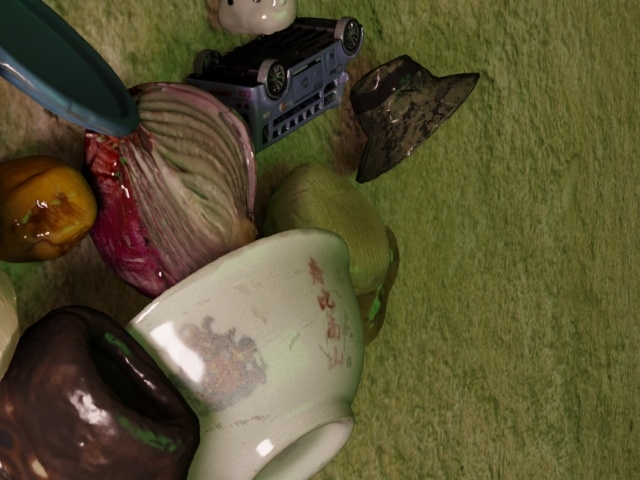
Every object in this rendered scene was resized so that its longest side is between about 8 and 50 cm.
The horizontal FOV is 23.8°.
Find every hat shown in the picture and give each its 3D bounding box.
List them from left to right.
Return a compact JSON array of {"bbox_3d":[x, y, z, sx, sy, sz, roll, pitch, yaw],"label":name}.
[{"bbox_3d":[0.121,-0.220,2.393,0.128,0.265,0.265,52,45,-10],"label":"hat"}]

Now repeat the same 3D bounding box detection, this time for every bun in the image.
[{"bbox_3d":[0.000,0.000,2.216,0.220,0.134,0.220,38,31,-28],"label":"bun"}]

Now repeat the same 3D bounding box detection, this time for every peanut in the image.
[{"bbox_3d":[0.075,0.075,2.450,0.099,0.099,0.214,25,74,-60],"label":"peanut"}]

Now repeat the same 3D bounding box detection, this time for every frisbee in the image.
[{"bbox_3d":[-0.308,-0.197,1.562,0.049,0.289,0.289,-47,152,12],"label":"frisbee"}]

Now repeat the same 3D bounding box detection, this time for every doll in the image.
[{"bbox_3d":[-0.093,-0.357,2.015,0.107,0.110,0.181,-52,138,-42],"label":"doll"}]

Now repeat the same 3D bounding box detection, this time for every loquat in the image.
[{"bbox_3d":[-0.320,-0.033,1.693,0.137,0.137,0.113,-53,168,-40],"label":"loquat"}]

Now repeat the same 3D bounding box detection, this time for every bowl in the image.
[{"bbox_3d":[-0.085,0.203,1.879,0.435,0.196,0.435,-32,157,-16],"label":"bowl"}]

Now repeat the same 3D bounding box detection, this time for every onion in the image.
[{"bbox_3d":[-0.222,-0.077,1.825,0.348,0.159,0.267,47,46,-46],"label":"onion"}]

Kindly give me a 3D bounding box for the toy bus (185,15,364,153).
[{"bbox_3d":[-0.054,-0.223,2.104,0.292,0.125,0.133,-37,131,-49],"label":"toy bus"}]

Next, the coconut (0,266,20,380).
[{"bbox_3d":[-0.403,0.084,1.493,0.224,0.224,0.234,-58,148,-35],"label":"coconut"}]

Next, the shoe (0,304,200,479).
[{"bbox_3d":[-0.231,0.260,1.681,0.384,0.237,0.171,60,25,-5],"label":"shoe"}]
